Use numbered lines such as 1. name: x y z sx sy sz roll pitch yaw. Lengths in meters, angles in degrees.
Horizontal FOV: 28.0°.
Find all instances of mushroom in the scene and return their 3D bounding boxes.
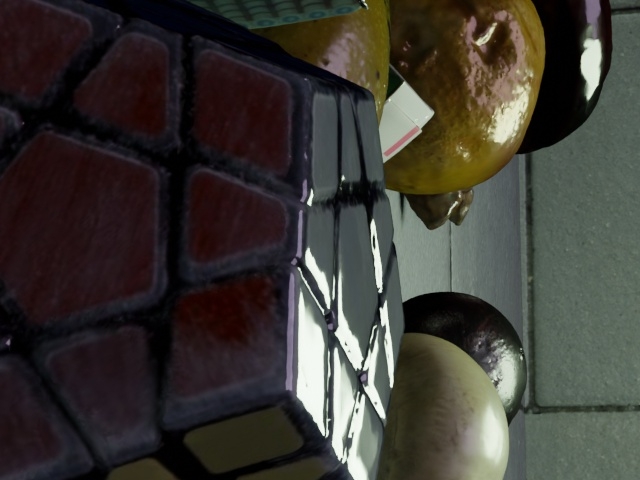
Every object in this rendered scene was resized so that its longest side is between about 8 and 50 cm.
1. mushroom: 0.037 0.198 1.200 0.260 0.234 0.254 -64 -150 11

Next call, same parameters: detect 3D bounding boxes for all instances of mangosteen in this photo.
1. mangosteen: 0.140 0.168 1.600 0.250 0.211 0.211 161 -71 -74

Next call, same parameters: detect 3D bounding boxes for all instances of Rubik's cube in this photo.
1. Rubik's cube: -0.110 0.022 0.570 0.264 0.319 0.319 -69 168 12

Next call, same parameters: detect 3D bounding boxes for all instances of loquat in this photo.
1. loquat: 0.106 -0.186 1.411 0.284 0.276 0.275 -127 -148 -85

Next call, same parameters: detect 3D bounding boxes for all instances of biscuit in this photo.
1. biscuit: 0.196 -0.298 1.558 0.091 0.407 0.407 -33 129 -24

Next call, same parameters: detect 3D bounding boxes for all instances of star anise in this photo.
1. star anise: 0.173 -0.159 1.886 0.315 0.108 0.315 -4 90 -66

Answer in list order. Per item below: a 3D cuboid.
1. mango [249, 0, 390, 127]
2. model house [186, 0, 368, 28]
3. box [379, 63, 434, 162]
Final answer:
1. mango: -0.026 -0.131 1.002 0.329 0.177 0.175 -67 151 -17
2. model house: -0.086 -0.232 0.776 0.198 0.224 0.215 72 21 -45
3. box: 0.002 -0.169 1.156 0.199 0.081 0.135 51 8 16
